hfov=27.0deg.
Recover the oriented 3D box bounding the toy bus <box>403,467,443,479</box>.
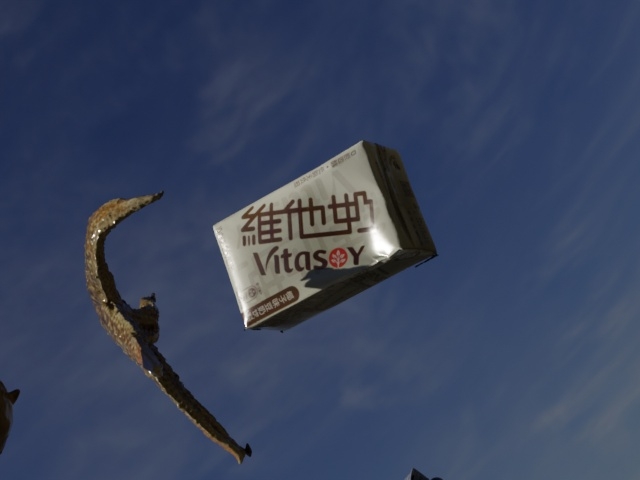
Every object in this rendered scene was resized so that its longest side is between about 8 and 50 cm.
[{"bbox_3d":[0.200,0.433,2.060,0.075,0.190,0.064,-51,9,27],"label":"toy bus"}]

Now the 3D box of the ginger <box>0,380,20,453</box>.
[{"bbox_3d":[-0.539,0.244,1.526,0.357,0.152,0.274,-16,-6,-36],"label":"ginger"}]

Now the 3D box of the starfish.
[{"bbox_3d":[-0.227,0.107,1.812,0.132,0.384,0.398,-27,-39,-16],"label":"starfish"}]

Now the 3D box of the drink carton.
[{"bbox_3d":[0.000,0.000,2.153,0.324,0.194,0.132,-28,-17,26],"label":"drink carton"}]
